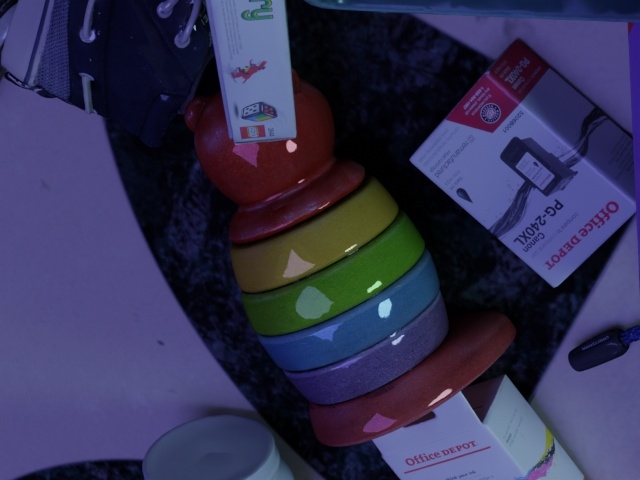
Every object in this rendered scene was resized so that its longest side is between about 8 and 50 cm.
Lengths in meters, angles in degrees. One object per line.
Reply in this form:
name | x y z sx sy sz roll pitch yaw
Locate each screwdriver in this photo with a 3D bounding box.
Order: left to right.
screwdriver | 0.259 0.064 1.268 0.170 0.025 0.024 -30 102 40

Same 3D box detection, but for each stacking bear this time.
stacking bear | 0.000 0.000 1.298 0.175 0.164 0.289 -20 104 37

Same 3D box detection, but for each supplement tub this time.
supplement tub | -0.084 0.277 1.525 0.144 0.144 0.199 5 121 27

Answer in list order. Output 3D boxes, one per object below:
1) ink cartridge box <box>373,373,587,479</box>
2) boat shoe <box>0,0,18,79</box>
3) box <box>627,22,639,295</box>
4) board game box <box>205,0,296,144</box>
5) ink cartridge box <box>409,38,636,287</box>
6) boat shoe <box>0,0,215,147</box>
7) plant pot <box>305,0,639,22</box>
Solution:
ink cartridge box | 0.135 0.187 1.379 0.115 0.067 0.198 -23 113 38
boat shoe | -0.319 -0.150 1.432 0.068 0.081 0.228 45 124 1
box | 0.304 -0.085 1.067 0.201 0.057 0.293 4 106 34
board game box | -0.055 -0.220 1.079 0.053 0.193 0.305 -6 155 -1
ink cartridge box | 0.161 -0.055 1.222 0.150 0.063 0.109 41 131 1
boat shoe | -0.131 -0.221 1.259 0.158 0.127 0.340 29 138 3
plant pot | 0.107 -0.264 0.945 0.247 0.248 0.252 4 93 8
